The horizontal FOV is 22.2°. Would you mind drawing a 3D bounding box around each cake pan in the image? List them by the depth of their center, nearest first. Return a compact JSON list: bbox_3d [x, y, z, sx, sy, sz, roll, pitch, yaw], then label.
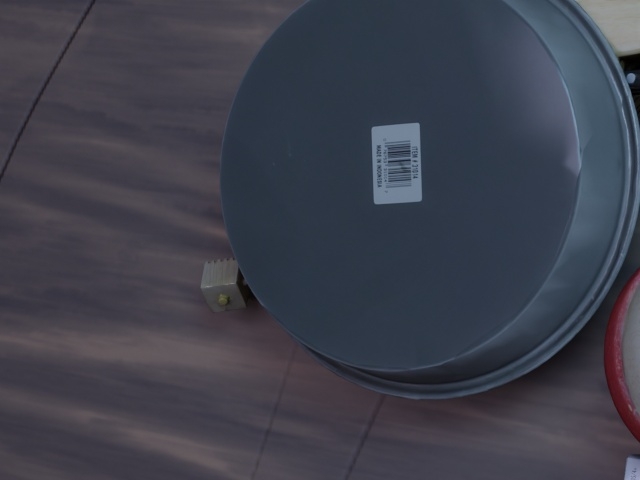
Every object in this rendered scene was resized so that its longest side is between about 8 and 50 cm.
[{"bbox_3d":[0.056,-0.045,1.037,0.293,0.054,0.293,-1,87,29],"label":"cake pan"}]

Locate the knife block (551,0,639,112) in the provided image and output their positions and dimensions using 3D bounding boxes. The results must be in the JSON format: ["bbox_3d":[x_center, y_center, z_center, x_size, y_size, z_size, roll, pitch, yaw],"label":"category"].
[{"bbox_3d":[0.180,-0.170,1.066,0.275,0.088,0.242,43,102,25],"label":"knife block"}]

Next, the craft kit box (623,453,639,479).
[{"bbox_3d":[0.281,0.264,0.928,0.246,0.061,0.250,6,86,29],"label":"craft kit box"}]

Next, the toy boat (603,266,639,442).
[{"bbox_3d":[0.273,0.073,0.963,0.231,0.151,0.151,1,74,-15],"label":"toy boat"}]

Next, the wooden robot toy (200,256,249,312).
[{"bbox_3d":[0.000,0.000,1.160,0.173,0.076,0.079,-22,39,22],"label":"wooden robot toy"}]
